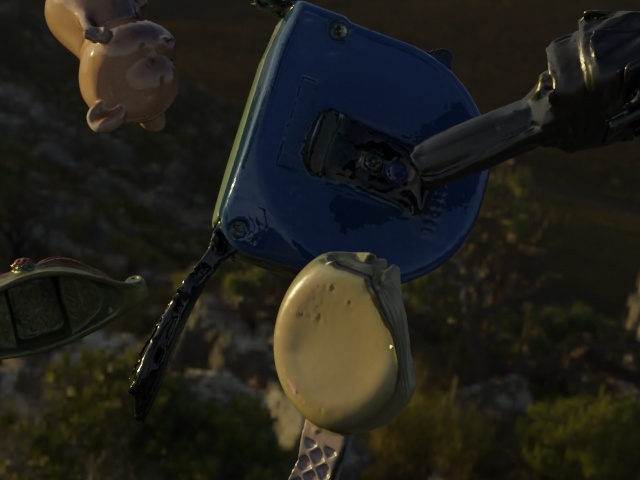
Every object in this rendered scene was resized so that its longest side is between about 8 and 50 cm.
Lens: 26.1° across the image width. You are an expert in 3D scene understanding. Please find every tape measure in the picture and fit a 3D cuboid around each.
[{"bbox_3d":[0.000,0.000,1.073,0.215,0.351,0.098,19,-9,-11],"label":"tape measure"}]

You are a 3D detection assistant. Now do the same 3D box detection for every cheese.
[{"bbox_3d":[0.017,0.092,0.858,0.092,0.171,0.047,-3,-1,30],"label":"cheese"}]

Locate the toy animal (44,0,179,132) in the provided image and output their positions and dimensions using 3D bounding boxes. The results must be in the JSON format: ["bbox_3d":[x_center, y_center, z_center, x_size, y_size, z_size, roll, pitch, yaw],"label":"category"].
[{"bbox_3d":[-0.148,-0.139,0.983,0.083,0.089,0.150,-8,62,-34],"label":"toy animal"}]

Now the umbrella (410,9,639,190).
[{"bbox_3d":[0.221,-0.113,0.938,0.340,0.118,0.118,-25,22,6],"label":"umbrella"}]

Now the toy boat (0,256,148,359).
[{"bbox_3d":[-0.241,0.059,1.181,0.185,0.089,0.071,-17,20,-14],"label":"toy boat"}]
